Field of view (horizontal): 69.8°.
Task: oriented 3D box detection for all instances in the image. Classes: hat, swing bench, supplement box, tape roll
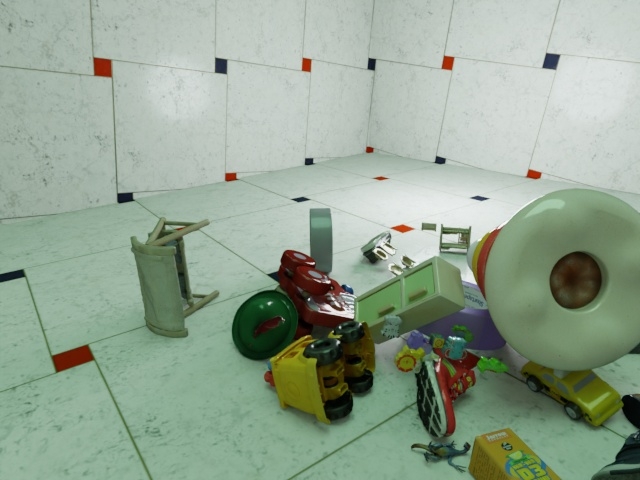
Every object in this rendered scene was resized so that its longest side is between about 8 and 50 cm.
[{"bbox_3d":[-0.158,0.171,1.056,0.208,0.183,0.173,-26,61,10],"label":"hat"},{"bbox_3d":[-0.413,0.093,1.277,0.165,0.254,0.255,2,20,9],"label":"swing bench"},{"bbox_3d":[0.330,0.397,0.697,0.078,0.080,0.233,-6,19,-19],"label":"supplement box"},{"bbox_3d":[0.000,0.000,1.552,0.072,0.219,0.219,0,21,-2],"label":"tape roll"},{"bbox_3d":[0.348,0.176,1.180,0.274,0.090,0.275,11,15,-3],"label":"tape roll"}]

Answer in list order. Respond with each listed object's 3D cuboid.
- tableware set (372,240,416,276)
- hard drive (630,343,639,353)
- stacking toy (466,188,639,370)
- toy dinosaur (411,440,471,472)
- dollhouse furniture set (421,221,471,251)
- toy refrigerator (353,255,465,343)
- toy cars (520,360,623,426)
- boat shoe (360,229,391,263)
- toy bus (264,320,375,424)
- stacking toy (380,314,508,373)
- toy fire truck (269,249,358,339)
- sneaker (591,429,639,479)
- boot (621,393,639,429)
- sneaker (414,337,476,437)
[{"bbox_3d":[0.251,0.061,1.582,0.141,0.020,0.168,39,31,13],"label":"tableware set"},{"bbox_3d":[0.726,0.186,1.258,0.236,0.064,0.339,1,22,5],"label":"hard drive"},{"bbox_3d":[0.477,0.066,1.069,0.350,0.351,0.480,-2,3,-2],"label":"stacking toy"},{"bbox_3d":[0.225,0.372,0.824,0.082,0.047,0.090,8,3,-32],"label":"toy dinosaur"},{"bbox_3d":[0.484,-0.005,1.778,0.181,0.101,0.161,5,-3,16],"label":"dollhouse furniture set"},{"bbox_3d":[0.192,0.144,1.063,0.094,0.269,0.102,27,49,-28],"label":"toy refrigerator"},{"bbox_3d":[0.535,0.228,1.032,0.176,0.087,0.394,-6,29,19],"label":"toy cars"},{"bbox_3d":[0.217,0.022,1.705,0.081,0.069,0.227,-30,2,32],"label":"boat shoe"},{"bbox_3d":[-0.011,0.269,0.990,0.211,0.150,0.220,-6,12,36],"label":"toy bus"},{"bbox_3d":[0.242,0.220,0.942,0.221,0.052,0.167,9,13,-8],"label":"stacking toy"},{"bbox_3d":[0.000,0.158,1.267,0.253,0.170,0.302,17,14,-25],"label":"toy fire truck"},{"bbox_3d":[0.556,0.344,0.700,0.163,0.086,0.226,-11,-15,-34],"label":"sneaker"},{"bbox_3d":[0.666,0.343,0.820,0.106,0.082,0.219,-6,19,-6],"label":"boot"},{"bbox_3d":[0.264,0.290,0.949,0.118,0.107,0.279,7,22,6],"label":"sneaker"}]
